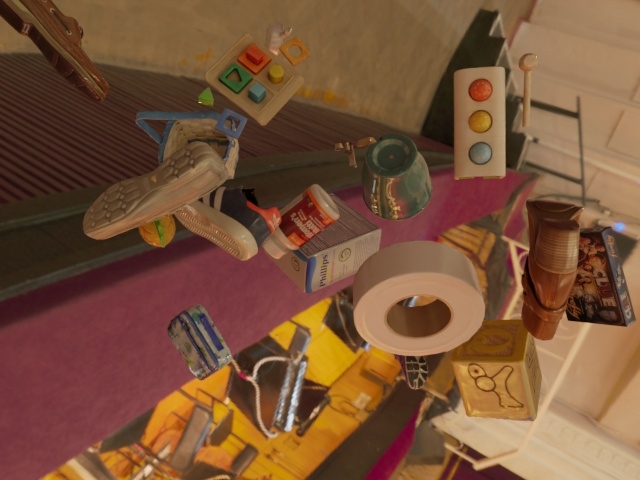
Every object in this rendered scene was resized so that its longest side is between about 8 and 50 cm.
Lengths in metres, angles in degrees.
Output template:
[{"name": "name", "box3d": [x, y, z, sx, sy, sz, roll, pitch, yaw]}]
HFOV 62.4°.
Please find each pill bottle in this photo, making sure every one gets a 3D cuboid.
[{"name": "pill bottle", "box3d": [-0.064, -0.050, 1.502, 0.221, 0.121, 0.121, -37, 163, 14]}]

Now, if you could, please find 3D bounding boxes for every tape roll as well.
[{"name": "tape roll", "box3d": [0.214, 0.136, 1.175, 0.100, 0.286, 0.286, -88, -177, -48]}]

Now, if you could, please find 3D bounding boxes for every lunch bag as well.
[{"name": "lunch bag", "box3d": [-0.382, 0.320, 1.666, 0.090, 0.219, 0.176, -27, 172, -46]}]

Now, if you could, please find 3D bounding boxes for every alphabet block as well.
[{"name": "alphabet block", "box3d": [0.486, 0.350, 1.447, 0.193, 0.192, 0.197, -49, 126, -53]}]

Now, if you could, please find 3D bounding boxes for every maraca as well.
[{"name": "maraca", "box3d": [-0.456, -0.044, 1.475, 0.099, 0.127, 0.185, -22, 178, -19]}]

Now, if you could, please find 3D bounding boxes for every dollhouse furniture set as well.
[{"name": "dollhouse furniture set", "box3d": [0.118, -0.279, 1.685, 0.091, 0.114, 0.081, -11, 92, -42]}]

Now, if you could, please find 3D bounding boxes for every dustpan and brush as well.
[{"name": "dustpan and brush", "box3d": [-0.150, -0.717, 1.871, 0.211, 0.060, 0.147, -172, -93, -75]}]

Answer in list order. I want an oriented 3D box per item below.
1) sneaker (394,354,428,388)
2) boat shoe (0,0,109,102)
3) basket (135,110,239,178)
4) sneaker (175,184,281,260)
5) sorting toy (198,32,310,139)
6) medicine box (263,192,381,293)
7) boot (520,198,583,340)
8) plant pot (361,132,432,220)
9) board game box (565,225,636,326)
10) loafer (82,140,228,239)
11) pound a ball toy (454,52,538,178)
[{"name": "sneaker", "box3d": [0.232, 0.315, 1.399, 0.071, 0.068, 0.170, 123, -33, -44]}, {"name": "boat shoe", "box3d": [-0.577, -0.456, 1.180, 0.307, 0.110, 0.104, 51, 60, -33]}, {"name": "basket", "box3d": [-0.380, -0.301, 1.585, 0.289, 0.254, 0.201, 60, 35, -73]}, {"name": "sneaker", "box3d": [-0.233, -0.085, 1.233, 0.148, 0.350, 0.131, -42, 147, -26]}, {"name": "sorting toy", "box3d": [-0.162, -0.416, 1.338, 0.348, 0.196, 0.047, -52, -177, -19]}, {"name": "medicine box", "box3d": [0.000, 0.000, 1.705, 0.289, 0.263, 0.149, -21, 132, -29]}, {"name": "boot", "box3d": [0.444, 0.044, 1.024, 0.283, 0.109, 0.220, -55, 148, -66]}, {"name": "plant pot", "box3d": [0.269, -0.246, 1.934, 0.272, 0.271, 0.255, -59, 158, -13]}, {"name": "board game box", "box3d": [0.671, 0.089, 1.323, 0.042, 0.165, 0.243, -22, 97, -27]}, {"name": "loafer", "box3d": [-0.337, -0.085, 1.088, 0.319, 0.112, 0.111, -26, 146, 8]}, {"name": "pound a ball toy", "box3d": [0.447, -0.321, 1.353, 0.135, 0.208, 0.319, -7, 97, -76]}]
